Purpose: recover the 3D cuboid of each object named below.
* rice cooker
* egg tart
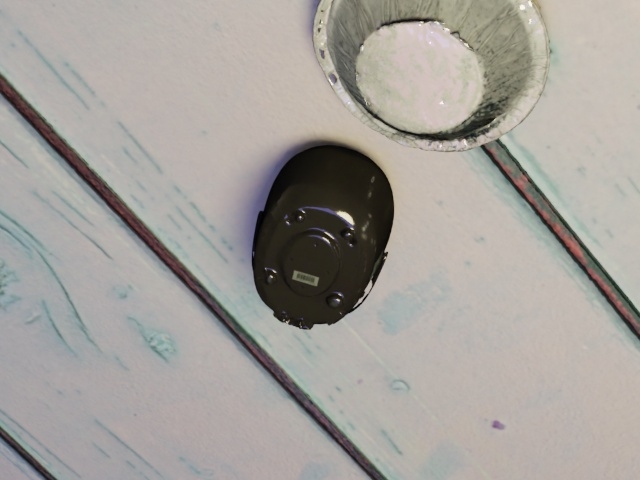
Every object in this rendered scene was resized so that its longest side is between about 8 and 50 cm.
[{"bbox_3d":[0.000,0.001,1.601,0.142,0.118,0.203,17,125,3],"label":"rice cooker"},{"bbox_3d":[0.102,-0.174,1.457,0.234,0.094,0.234,8,130,10],"label":"egg tart"}]
